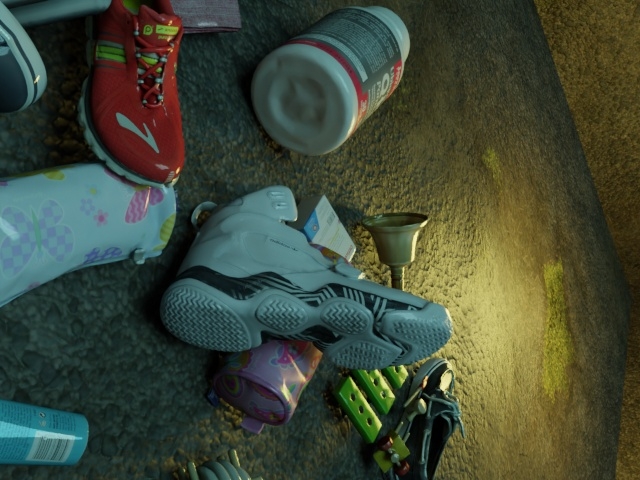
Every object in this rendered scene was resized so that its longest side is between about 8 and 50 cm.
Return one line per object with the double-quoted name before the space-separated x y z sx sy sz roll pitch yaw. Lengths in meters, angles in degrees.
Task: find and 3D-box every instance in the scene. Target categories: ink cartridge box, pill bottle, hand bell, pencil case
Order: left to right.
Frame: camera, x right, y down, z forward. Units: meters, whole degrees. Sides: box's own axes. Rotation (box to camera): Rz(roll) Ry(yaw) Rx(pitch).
"pencil case" -0.273 -0.011 0.670 0.273 0.114 0.124 -23 116 -54
"pencil case" -0.043 0.132 0.957 0.124 0.124 0.284 59 41 -27
"ink cartridge box" 0.000 0.000 1.100 0.122 0.052 0.088 57 42 -28
"pill bottle" 0.035 -0.284 1.107 0.318 0.176 0.176 -51 123 -47
"hand bell" 0.148 0.077 1.265 0.126 0.126 0.241 -23 113 -54

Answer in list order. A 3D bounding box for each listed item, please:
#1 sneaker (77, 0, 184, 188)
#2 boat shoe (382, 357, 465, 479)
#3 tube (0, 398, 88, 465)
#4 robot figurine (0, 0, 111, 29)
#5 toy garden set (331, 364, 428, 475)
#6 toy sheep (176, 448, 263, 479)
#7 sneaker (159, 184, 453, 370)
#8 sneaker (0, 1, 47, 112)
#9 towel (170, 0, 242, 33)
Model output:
"sneaker" -0.194 -0.191 0.708 0.107 0.118 0.278 2 66 -40
"boat shoe" 0.220 0.342 1.280 0.306 0.105 0.113 -46 119 -48
"tube" -0.322 0.176 0.618 0.207 0.052 0.080 26 57 -43
"robot figurine" -0.306 -0.395 0.637 0.300 0.200 0.353 -147 -136 -82
"toy garden set" 0.117 0.274 1.190 0.203 0.049 0.244 57 38 -13
"toy sheep" -0.127 0.312 0.823 0.132 0.091 0.091 -6 87 -36
"sneaker" -0.011 0.041 0.870 0.137 0.366 0.210 103 -9 -49
"sneaker" -0.390 -0.206 0.545 0.321 0.126 0.127 44 43 -25
"towel" -0.205 -0.436 0.851 0.237 0.037 0.328 -21 112 -48
